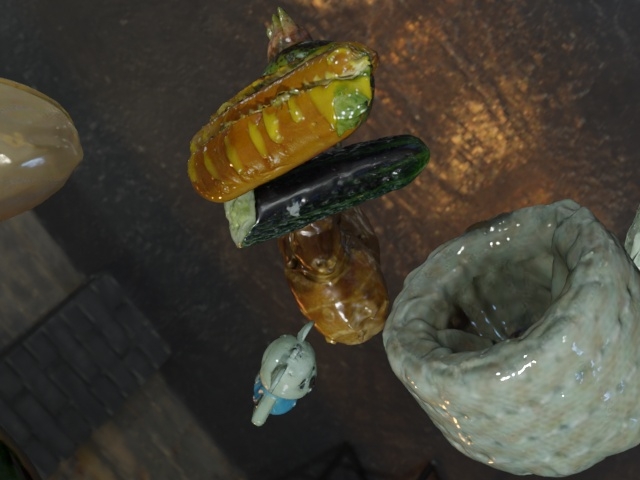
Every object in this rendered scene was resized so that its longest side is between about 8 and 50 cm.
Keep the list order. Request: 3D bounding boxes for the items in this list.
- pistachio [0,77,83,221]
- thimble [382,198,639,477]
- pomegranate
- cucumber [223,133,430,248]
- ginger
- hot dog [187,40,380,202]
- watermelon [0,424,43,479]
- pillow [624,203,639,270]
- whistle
[{"bbox_3d":[-0.329,-0.084,0.943,0.117,0.200,0.145,-121,17,-71],"label":"pistachio"},{"bbox_3d":[0.230,0.101,1.095,0.291,0.291,0.195,-4,134,45],"label":"thimble"},{"bbox_3d":[-0.034,-0.296,1.891,0.276,0.204,0.222,33,-176,23],"label":"pomegranate"},{"bbox_3d":[0.009,-0.064,1.118,0.074,0.241,0.074,159,90,-80],"label":"cucumber"},{"bbox_3d":[-0.001,-0.003,1.667,0.152,0.357,0.274,-30,119,11],"label":"ginger"},{"bbox_3d":[-0.041,-0.120,0.992,0.072,0.115,0.269,38,138,-25],"label":"hot dog"},{"bbox_3d":[-0.275,0.212,0.552,0.285,0.285,0.285,25,139,24],"label":"watermelon"},{"bbox_3d":[0.649,-0.039,1.648,0.138,0.310,0.283,-121,32,-55],"label":"pillow"},{"bbox_3d":[-0.053,0.192,1.335,0.077,0.114,0.235,29,147,2],"label":"whistle"}]
